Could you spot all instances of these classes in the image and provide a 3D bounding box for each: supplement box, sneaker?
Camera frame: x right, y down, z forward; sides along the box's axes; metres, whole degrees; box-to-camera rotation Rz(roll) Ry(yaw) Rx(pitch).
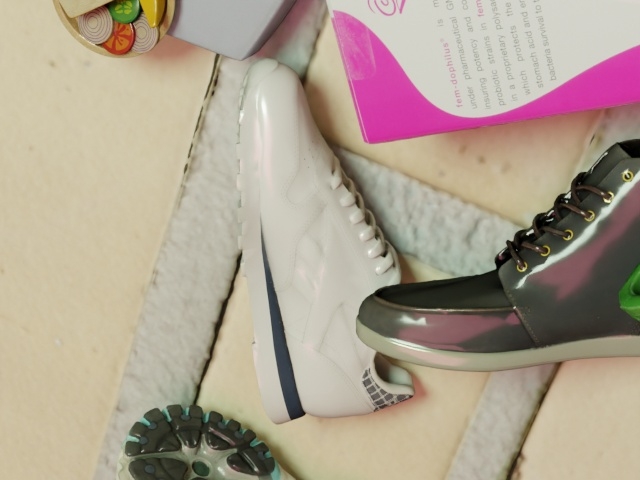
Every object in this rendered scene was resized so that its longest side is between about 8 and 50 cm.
[{"bbox_3d":[0.124,-0.132,0.762,0.220,0.114,0.111,-7,111,20],"label":"supplement box"},{"bbox_3d":[0.000,0.000,0.890,0.095,0.090,0.235,-5,116,7],"label":"sneaker"},{"bbox_3d":[0.128,0.004,0.836,0.222,0.083,0.118,-4,107,0],"label":"sneaker"},{"bbox_3d":[-0.016,0.221,0.990,0.283,0.110,0.122,34,137,5],"label":"sneaker"}]

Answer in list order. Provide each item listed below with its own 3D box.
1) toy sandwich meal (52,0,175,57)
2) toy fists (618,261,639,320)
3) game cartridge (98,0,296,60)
[{"bbox_3d":[-0.122,-0.141,0.831,0.086,0.029,0.085,7,115,15],"label":"toy sandwich meal"},{"bbox_3d":[0.292,-0.005,0.741,0.142,0.096,0.279,43,98,-7],"label":"toy fists"},{"bbox_3d":[-0.065,-0.257,0.806,0.196,0.060,0.294,23,119,12],"label":"game cartridge"}]
